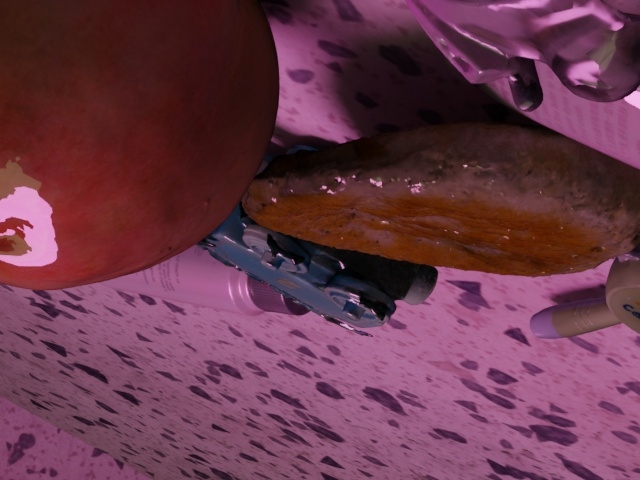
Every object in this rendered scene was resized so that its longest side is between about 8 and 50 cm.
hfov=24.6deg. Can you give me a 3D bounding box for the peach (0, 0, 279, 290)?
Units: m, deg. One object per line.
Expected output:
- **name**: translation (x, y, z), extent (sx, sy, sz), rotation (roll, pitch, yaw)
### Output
- **peach**: translation (-0.154, -0.105, 0.975), extent (0.247, 0.292, 0.292), rotation (8, 158, 4)

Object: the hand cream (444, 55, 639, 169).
- **hand cream**: translation (0.219, -0.086, 0.862), extent (0.359, 0.118, 0.185), rotation (25, 166, 23)

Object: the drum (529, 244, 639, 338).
- **drum**: translation (0.272, 0.063, 1.219), extent (0.130, 0.049, 0.253), rotation (27, 160, -2)

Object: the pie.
- **pie**: translation (0.092, -0.029, 1.091), extent (0.323, 0.070, 0.323), rotation (5, 169, 1)

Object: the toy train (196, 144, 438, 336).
- **toy train**: translation (0.000, 0.000, 1.304), extent (0.203, 0.112, 0.163), rotation (32, 165, -16)

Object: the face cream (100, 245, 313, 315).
- **face cream**: translation (-0.105, 0.027, 1.511), extent (0.311, 0.092, 0.092), rotation (9, 154, 39)

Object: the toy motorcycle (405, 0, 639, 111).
- **toy motorcycle**: translation (0.174, -0.136, 0.729), extent (0.327, 0.143, 0.188), rotation (12, 156, 0)
